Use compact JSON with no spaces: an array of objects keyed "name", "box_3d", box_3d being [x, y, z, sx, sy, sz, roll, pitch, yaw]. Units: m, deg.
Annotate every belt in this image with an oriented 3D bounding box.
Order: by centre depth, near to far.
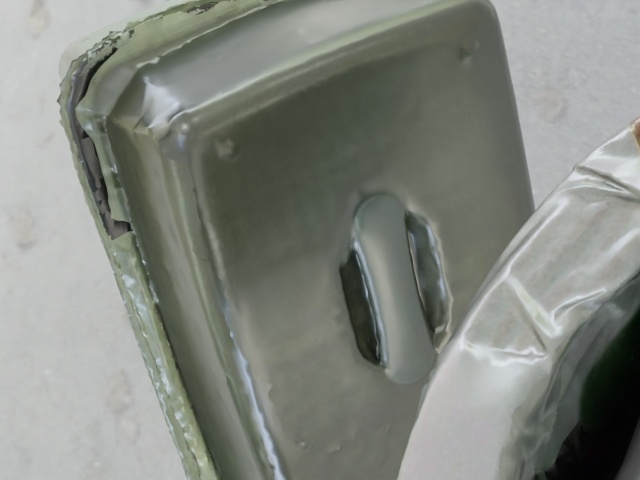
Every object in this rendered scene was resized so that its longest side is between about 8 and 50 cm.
[{"name":"belt","box_3d":[0.120,0.075,0.340,0.184,0.105,0.261,13,75,38]}]

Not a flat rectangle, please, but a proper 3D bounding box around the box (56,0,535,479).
[{"name":"box","box_3d":[0.000,0.000,0.580,0.166,0.221,0.290,36,146,57]}]
